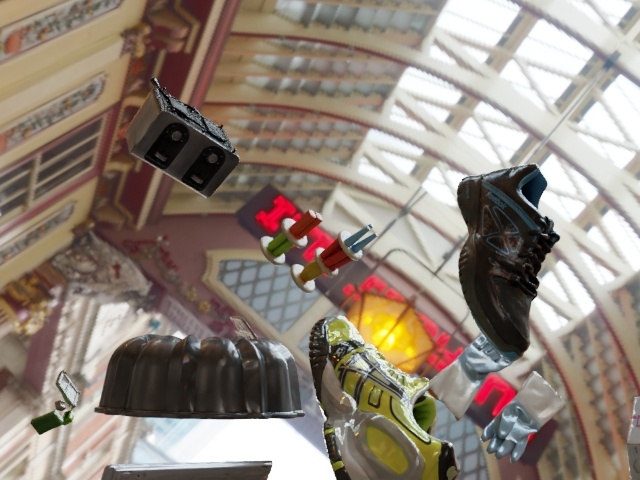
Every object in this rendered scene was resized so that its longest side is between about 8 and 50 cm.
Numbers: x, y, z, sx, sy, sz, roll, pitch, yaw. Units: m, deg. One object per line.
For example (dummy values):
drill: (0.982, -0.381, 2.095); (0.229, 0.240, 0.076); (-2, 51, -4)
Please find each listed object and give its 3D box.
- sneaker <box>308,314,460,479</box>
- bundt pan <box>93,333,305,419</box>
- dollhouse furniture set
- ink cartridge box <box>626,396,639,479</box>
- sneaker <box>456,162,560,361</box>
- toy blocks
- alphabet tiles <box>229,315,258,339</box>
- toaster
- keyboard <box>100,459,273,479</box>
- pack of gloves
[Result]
sneaker: (0.074, 0.221, 1.122); (0.147, 0.385, 0.145); (-17, -61, -1)
bundt pan: (-0.187, 0.214, 1.355); (0.331, 0.331, 0.124); (-5, -100, 41)
dollhouse furniture set: (-0.580, 0.360, 1.872); (0.058, 0.152, 0.076); (-24, -65, 7)
ink cartridge box: (0.517, 0.318, 1.344); (0.052, 0.122, 0.088); (-3, -64, 29)
sneaker: (0.291, 0.018, 1.307); (0.139, 0.341, 0.125); (-19, -39, 26)
toy blocks: (0.000, 0.000, 1.298); (0.148, 0.054, 0.123); (-36, -66, 24)
alphabet tiles: (-0.132, 0.244, 1.850); (0.198, 0.009, 0.237); (55, -14, -5)
toaster: (-0.249, -0.180, 1.518); (0.168, 0.186, 0.110); (32, -77, -28)
keyboard: (-0.153, 0.290, 0.990); (0.014, 0.256, 0.072); (30, -80, 41)
pack of gloves: (0.304, 0.281, 1.513); (0.195, 0.232, 0.046); (47, -45, 12)
